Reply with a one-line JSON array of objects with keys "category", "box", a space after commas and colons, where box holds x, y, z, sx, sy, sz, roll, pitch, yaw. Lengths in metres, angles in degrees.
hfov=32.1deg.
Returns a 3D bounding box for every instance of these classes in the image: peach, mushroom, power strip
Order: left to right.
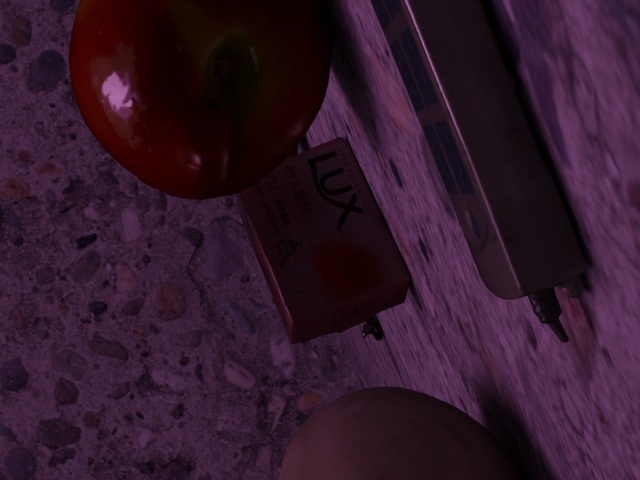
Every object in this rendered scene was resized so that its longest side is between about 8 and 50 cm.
[{"category": "peach", "box": [-0.089, -0.136, 0.799, 0.196, 0.189, 0.226, 59, 174, -24]}, {"category": "mushroom", "box": [0.034, 0.255, 0.756, 0.356, 0.315, 0.315, 6, 120, 65]}, {"category": "power strip", "box": [0.047, -0.064, 0.421, 0.080, 0.029, 0.227, -158, 46, -86]}]

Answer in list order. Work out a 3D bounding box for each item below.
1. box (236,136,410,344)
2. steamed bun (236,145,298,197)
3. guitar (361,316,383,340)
[{"category": "box", "box": [0.000, 0.000, 0.944, 0.060, 0.111, 0.156, 94, 153, -66]}, {"category": "steamed bun", "box": [-0.091, -0.161, 1.437, 0.231, 0.110, 0.212, 82, 162, -49]}, {"category": "guitar", "box": [0.015, 0.018, 1.468, 0.084, 0.038, 0.271, 71, 176, -66]}]
